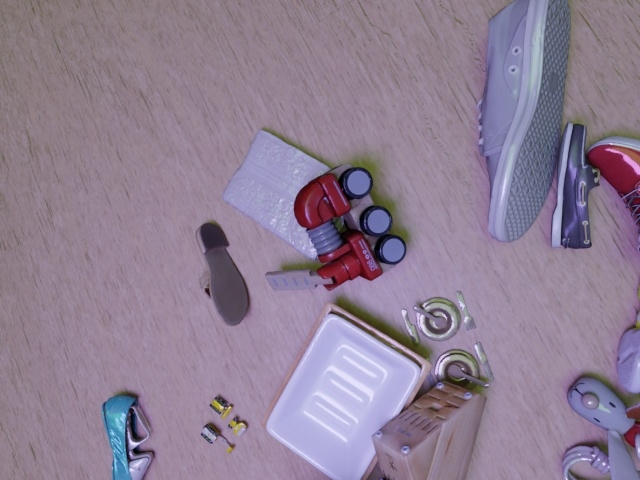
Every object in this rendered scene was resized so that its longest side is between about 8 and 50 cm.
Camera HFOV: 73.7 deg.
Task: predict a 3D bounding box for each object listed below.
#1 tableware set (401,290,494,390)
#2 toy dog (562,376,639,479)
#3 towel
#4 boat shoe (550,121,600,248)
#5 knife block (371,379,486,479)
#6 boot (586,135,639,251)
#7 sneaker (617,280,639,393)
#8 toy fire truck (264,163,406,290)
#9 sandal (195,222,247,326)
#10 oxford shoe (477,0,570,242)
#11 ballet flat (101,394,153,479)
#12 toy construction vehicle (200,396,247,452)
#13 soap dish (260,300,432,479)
[{"bbox_3d":[0.251,0.208,0.838,0.128,0.039,0.194,-21,83,12],"label":"tableware set"},{"bbox_3d":[0.540,0.349,0.641,0.333,0.161,0.220,12,82,38],"label":"toy dog"},{"bbox_3d":[-0.067,-0.099,0.925,0.282,0.049,0.187,32,94,13],"label":"towel"},{"bbox_3d":[0.461,-0.097,0.767,0.068,0.081,0.228,5,106,26],"label":"boat shoe"},{"bbox_3d":[0.193,0.419,0.744,0.275,0.088,0.242,-25,104,-30],"label":"knife block"},{"bbox_3d":[0.547,-0.058,0.727,0.244,0.088,0.176,39,70,11],"label":"boot"},{"bbox_3d":[0.608,0.159,0.730,0.126,0.091,0.240,17,90,13],"label":"sneaker"},{"bbox_3d":[0.000,0.000,0.821,0.246,0.158,0.217,-31,102,-11],"label":"toy fire truck"},{"bbox_3d":[-0.234,0.084,0.955,0.079,0.088,0.240,-33,71,41],"label":"sandal"},{"bbox_3d":[0.358,-0.222,0.795,0.130,0.169,0.449,10,97,48],"label":"oxford shoe"},{"bbox_3d":[-0.430,0.474,0.968,0.087,0.083,0.247,-12,86,-2],"label":"ballet flat"},{"bbox_3d":[-0.215,0.407,0.946,0.098,0.035,0.086,34,84,10],"label":"toy construction vehicle"},{"bbox_3d":[0.047,0.299,0.842,0.229,0.118,0.291,30,94,13],"label":"soap dish"}]
